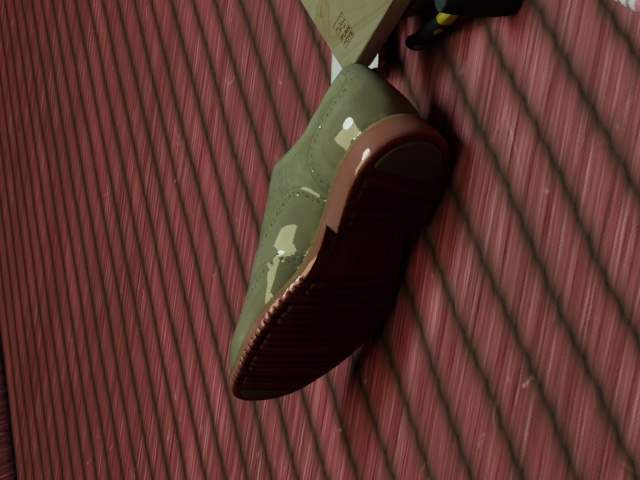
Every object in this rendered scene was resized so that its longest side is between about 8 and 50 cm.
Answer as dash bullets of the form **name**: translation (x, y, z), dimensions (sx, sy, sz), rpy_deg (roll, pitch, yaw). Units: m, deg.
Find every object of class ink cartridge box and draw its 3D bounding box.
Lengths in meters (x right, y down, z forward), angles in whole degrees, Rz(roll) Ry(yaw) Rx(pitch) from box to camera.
- **ink cartridge box**: translation (0.043, -0.180, 1.551), dimensions (0.115, 0.029, 0.063), rpy_deg (171, 102, -68)

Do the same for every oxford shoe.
- **oxford shoe**: translation (0.000, 0.000, 1.484), dimensions (0.348, 0.123, 0.130), rpy_deg (-59, 44, 32)

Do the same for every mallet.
- **mallet**: translation (0.095, -0.184, 1.363), dimensions (0.190, 0.062, 0.039), rpy_deg (161, 111, -68)

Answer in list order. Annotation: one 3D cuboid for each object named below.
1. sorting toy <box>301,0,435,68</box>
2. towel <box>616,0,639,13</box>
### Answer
- **sorting toy**: translation (0.040, -0.322, 1.397), dimensions (0.255, 0.089, 0.257), rpy_deg (60, 148, 18)
- **towel**: translation (0.207, -0.234, 1.121), dimensions (0.197, 0.029, 0.144), rpy_deg (-125, 42, -59)
